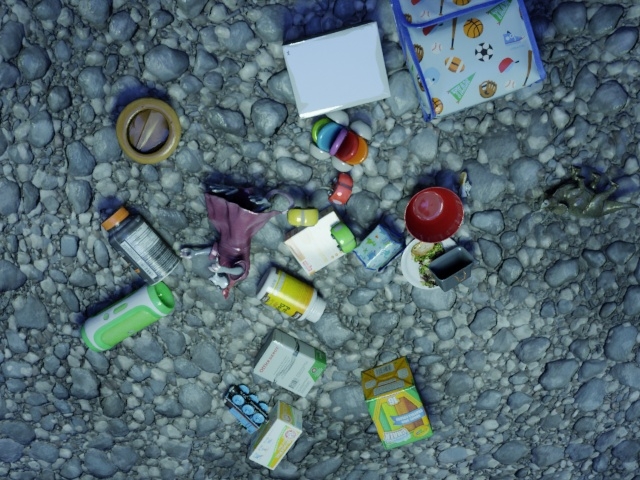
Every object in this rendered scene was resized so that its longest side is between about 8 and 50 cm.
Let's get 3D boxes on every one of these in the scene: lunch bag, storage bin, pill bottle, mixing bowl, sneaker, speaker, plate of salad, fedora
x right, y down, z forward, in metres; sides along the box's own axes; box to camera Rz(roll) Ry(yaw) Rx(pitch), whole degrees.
[{"bbox_3d":[0.380,-0.554,1.640,0.327,0.239,0.386,-17,95,6],"label":"lunch bag"},{"bbox_3d":[0.422,0.102,1.935,0.135,0.098,0.091,-31,138,-8],"label":"storage bin"},{"bbox_3d":[-0.093,0.182,1.975,0.215,0.117,0.117,29,108,-12],"label":"pill bottle"},{"bbox_3d":[-0.562,0.011,1.886,0.130,0.130,0.246,-35,108,12],"label":"pill bottle"},{"bbox_3d":[0.195,0.029,1.921,0.129,0.151,0.096,-44,66,16],"label":"lunch bag"},{"bbox_3d":[0.341,-0.093,1.888,0.181,0.098,0.182,-1,113,-2],"label":"mixing bowl"},{"bbox_3d":[0.451,-0.176,1.898,0.036,0.032,0.083,-7,118,-14],"label":"sneaker"},{"bbox_3d":[-0.625,0.246,1.981,0.296,0.131,0.131,-30,110,10],"label":"speaker"},{"bbox_3d":[0.362,0.074,1.983,0.199,0.048,0.200,-1,112,-2],"label":"plate of salad"},{"bbox_3d":[-0.497,-0.322,1.781,0.194,0.079,0.195,-1,107,-5],"label":"fedora"}]

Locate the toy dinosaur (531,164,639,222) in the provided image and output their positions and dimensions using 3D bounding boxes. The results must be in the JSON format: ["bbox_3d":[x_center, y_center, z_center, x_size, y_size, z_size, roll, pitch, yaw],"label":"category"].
[{"bbox_3d":[0.818,-0.130,1.896,0.313,0.121,0.160,9,123,-10],"label":"toy dinosaur"}]

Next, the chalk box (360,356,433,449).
[{"bbox_3d":[0.273,0.588,2.116,0.180,0.179,0.289,-21,111,7],"label":"chalk box"}]

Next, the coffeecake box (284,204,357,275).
[{"bbox_3d":[0.000,0.000,1.931,0.185,0.068,0.142,-32,109,10],"label":"coffeecake box"}]

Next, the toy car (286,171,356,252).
[{"bbox_3d":[0.045,-0.057,1.839,0.239,0.053,0.225,-35,108,-9],"label":"toy car"}]

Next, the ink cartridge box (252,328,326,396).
[{"bbox_3d":[-0.106,0.417,2.085,0.208,0.087,0.153,30,108,-14],"label":"ink cartridge box"}]

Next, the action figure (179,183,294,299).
[{"bbox_3d":[-0.265,0.006,1.896,0.275,0.248,0.370,-12,123,-34],"label":"action figure"}]

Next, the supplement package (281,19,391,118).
[{"bbox_3d":[0.043,-0.477,1.700,0.261,0.145,0.204,-13,112,4],"label":"supplement package"}]

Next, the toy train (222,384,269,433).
[{"bbox_3d":[-0.266,0.592,2.152,0.184,0.080,0.105,45,117,-10],"label":"toy train"}]

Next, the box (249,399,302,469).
[{"bbox_3d":[-0.159,0.695,2.182,0.103,0.114,0.203,30,107,-13],"label":"box"}]

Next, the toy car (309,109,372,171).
[{"bbox_3d":[0.059,-0.286,1.781,0.182,0.136,0.159,27,109,-12],"label":"toy car"}]
